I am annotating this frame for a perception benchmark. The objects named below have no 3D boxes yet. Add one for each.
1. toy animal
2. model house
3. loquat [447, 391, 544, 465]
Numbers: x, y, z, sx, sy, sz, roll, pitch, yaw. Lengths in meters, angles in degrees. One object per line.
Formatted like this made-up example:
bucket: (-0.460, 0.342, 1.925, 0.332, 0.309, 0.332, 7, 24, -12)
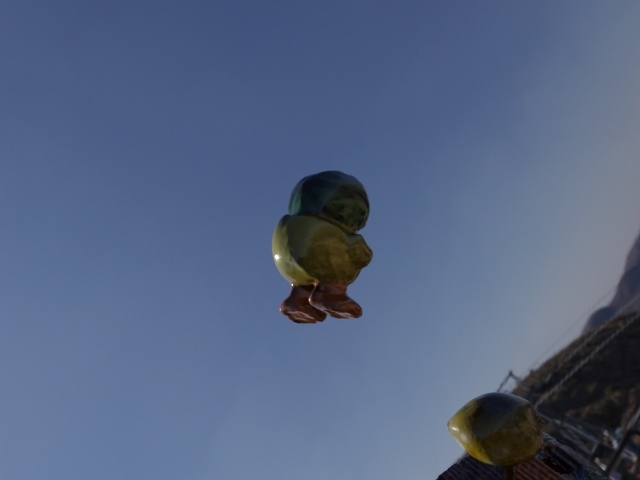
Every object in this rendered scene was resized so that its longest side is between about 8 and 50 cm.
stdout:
toy animal: (-0.002, -0.002, 1.324, 0.191, 0.216, 0.338, 31, -122, -37)
model house: (0.440, 0.602, 1.434, 0.339, 0.360, 0.297, 16, -78, -45)
loquat: (0.362, 0.387, 1.294, 0.152, 0.195, 0.152, -10, -90, -71)
